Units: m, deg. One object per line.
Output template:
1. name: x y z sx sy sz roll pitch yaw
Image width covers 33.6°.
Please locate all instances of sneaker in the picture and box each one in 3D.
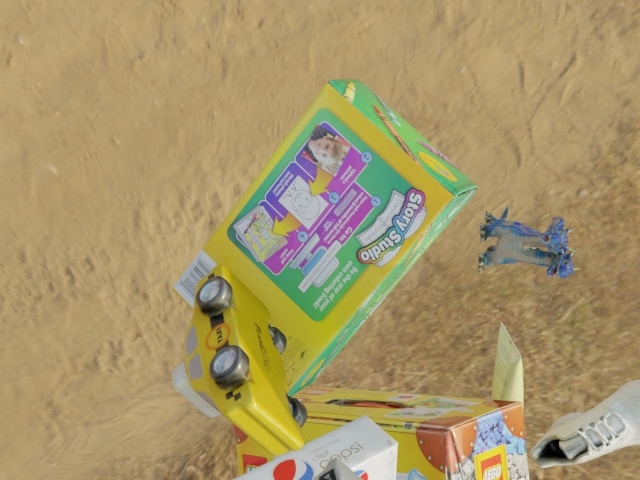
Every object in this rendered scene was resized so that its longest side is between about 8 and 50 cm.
1. sneaker: 0.500 0.344 1.889 0.129 0.297 0.111 -21 74 -44

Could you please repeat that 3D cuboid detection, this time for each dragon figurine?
1. dragon figurine: 0.310 0.005 1.557 0.144 0.289 0.085 4 97 13

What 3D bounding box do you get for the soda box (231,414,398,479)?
1. soda box: -0.006 0.307 1.355 0.216 0.069 0.074 -20 37 -31

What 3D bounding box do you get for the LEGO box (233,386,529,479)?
1. LEGO box: 0.095 0.452 1.774 0.193 0.500 0.372 -8 94 -45

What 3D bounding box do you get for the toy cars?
1. toy cars: -0.028 0.203 0.924 0.087 0.176 0.393 -34 79 12

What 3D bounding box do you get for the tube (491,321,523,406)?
1. tube: 0.324 0.262 1.824 0.070 0.240 0.062 19 40 32

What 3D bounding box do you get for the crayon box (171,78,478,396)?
1. crayon box: 0.000 0.000 1.044 0.165 0.081 0.278 44 111 12
